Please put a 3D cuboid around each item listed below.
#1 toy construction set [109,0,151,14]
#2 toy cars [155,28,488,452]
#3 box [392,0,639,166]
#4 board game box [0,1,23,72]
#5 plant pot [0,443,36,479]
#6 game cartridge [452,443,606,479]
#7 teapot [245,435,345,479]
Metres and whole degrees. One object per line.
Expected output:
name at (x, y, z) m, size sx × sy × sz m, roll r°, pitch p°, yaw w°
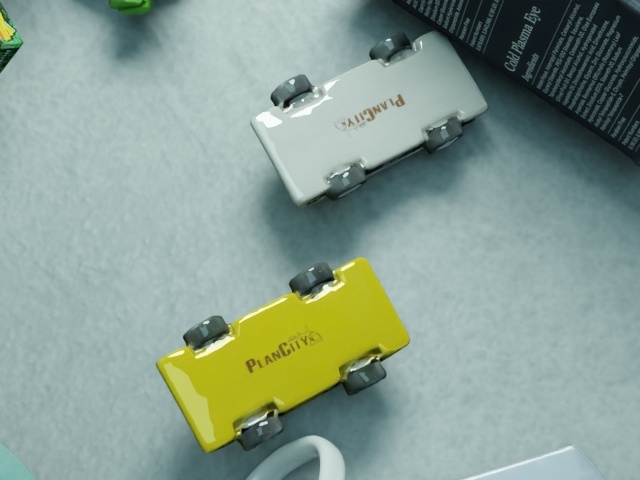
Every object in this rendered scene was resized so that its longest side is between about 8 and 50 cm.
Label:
toy construction set at (-0.219, -0.311, 1.322) m, size 0.308 × 0.257 × 0.237 m, roll 3°, pitch 86°, yaw 21°
toy cars at (0.000, 0.000, 1.290) m, size 0.176 × 0.087 × 0.394 m, roll 22°, pitch 71°, yaw -7°
box at (0.237, -0.295, 1.296) m, size 0.312 × 0.179 × 0.343 m, roll 33°, pitch 66°, yaw 9°
board game box at (-0.340, -0.226, 1.330) m, size 0.030 × 0.136 × 0.260 m, roll -16°, pitch 70°, yaw -46°
plant pot at (-0.293, 0.246, 1.133) m, size 0.293 × 0.293 × 0.196 m, roll 45°, pitch 52°, yaw 11°
game cartridge at (0.173, 0.312, 1.217) m, size 0.196 × 0.060 × 0.294 m, roll -17°, pitch 75°, yaw -2°
teapot at (-0.081, 0.285, 1.161) m, size 0.256 × 0.187 × 0.253 m, roll -7°, pitch 93°, yaw -29°
